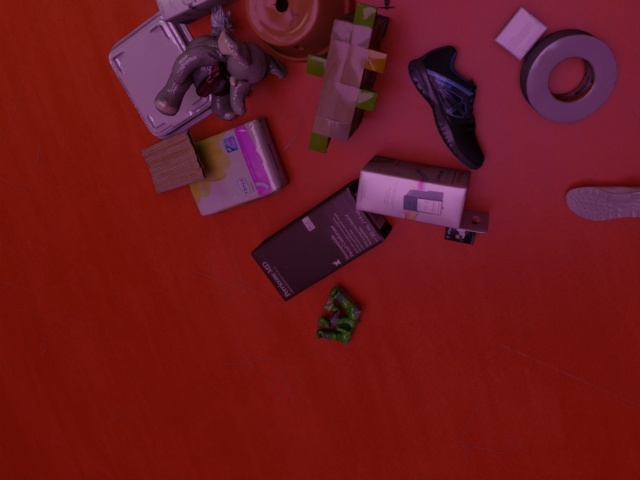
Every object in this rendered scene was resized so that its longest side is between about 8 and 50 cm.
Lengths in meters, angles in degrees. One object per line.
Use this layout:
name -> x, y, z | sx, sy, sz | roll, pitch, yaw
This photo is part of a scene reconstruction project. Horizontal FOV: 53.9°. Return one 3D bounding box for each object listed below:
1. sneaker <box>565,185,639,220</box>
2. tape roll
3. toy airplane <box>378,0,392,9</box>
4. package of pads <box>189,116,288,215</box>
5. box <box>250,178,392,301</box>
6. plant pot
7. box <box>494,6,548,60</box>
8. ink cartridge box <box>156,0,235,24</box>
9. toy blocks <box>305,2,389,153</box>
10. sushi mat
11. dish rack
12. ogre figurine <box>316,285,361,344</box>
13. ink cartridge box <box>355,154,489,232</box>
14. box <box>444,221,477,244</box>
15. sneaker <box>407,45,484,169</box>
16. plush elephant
sneaker -> 0.771, -0.105, 1.655 | 0.235, 0.095, 0.090 | 8, 115, 35
tape roll -> 0.617, -0.409, 1.572 | 0.219, 0.072, 0.219 | 1, 118, 2
toy airplane -> 0.177, -0.691, 1.666 | 0.151, 0.028, 0.151 | 4, 109, 13
package of pads -> -0.266, -0.216, 1.913 | 0.296, 0.101, 0.229 | -16, 101, 21
box -> 0.000, 0.000, 1.885 | 0.381, 0.143, 0.191 | -34, 96, 25
plant pot -> -0.071, -0.622, 1.668 | 0.291, 0.203, 0.291 | 5, 108, 15
box -> 0.503, -0.521, 1.585 | 0.087, 0.102, 0.101 | 38, 114, -1
ink cartridge box -> -0.342, -0.681, 1.762 | 0.191, 0.139, 0.082 | -18, 99, 20
toy blocks -> 0.085, -0.442, 1.663 | 0.191, 0.261, 0.381 | 17, 118, 8
sushi mat -> -0.453, -0.235, 1.921 | 0.316, 0.019, 0.151 | -7, 107, 50
dish rack -> -0.481, -0.494, 1.904 | 0.285, 0.072, 0.333 | -26, 99, 22
ogre figurine -> 0.058, 0.250, 1.971 | 0.118, 0.097, 0.197 | 29, 102, 18
ink cartridge box -> 0.292, -0.131, 1.716 | 0.353, 0.207, 0.119 | 12, 112, 12
box -> 0.400, -0.027, 1.796 | 0.083, 0.062, 0.052 | 12, 112, 12
sneaker -> 0.364, -0.349, 1.671 | 0.140, 0.125, 0.341 | -27, 100, 18
plush elephant -> -0.245, -0.455, 1.718 | 0.255, 0.272, 0.330 | 30, 106, 37
